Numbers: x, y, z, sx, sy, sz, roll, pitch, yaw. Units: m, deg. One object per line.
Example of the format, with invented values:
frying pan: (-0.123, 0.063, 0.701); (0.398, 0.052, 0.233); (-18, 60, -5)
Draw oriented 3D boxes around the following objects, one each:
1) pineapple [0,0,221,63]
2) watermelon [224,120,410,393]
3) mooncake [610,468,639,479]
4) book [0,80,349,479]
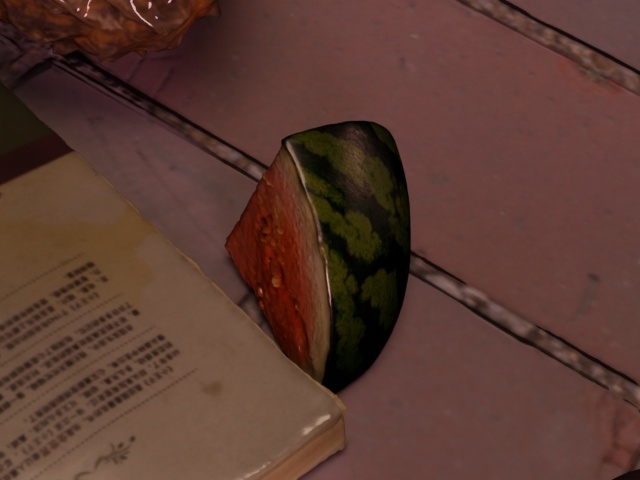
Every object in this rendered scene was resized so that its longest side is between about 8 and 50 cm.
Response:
pineapple: (-0.101, -0.238, 0.785); (0.175, 0.175, 0.361); (13, 36, 1)
watermelon: (0.000, 0.000, 0.663); (0.094, 0.125, 0.135); (-7, 15, 23)
mooncake: (0.162, 0.199, 0.482); (0.245, 0.133, 0.244); (1, 47, -1)
book: (-0.154, 0.042, 0.617); (0.201, 0.026, 0.289); (-32, 63, -30)
